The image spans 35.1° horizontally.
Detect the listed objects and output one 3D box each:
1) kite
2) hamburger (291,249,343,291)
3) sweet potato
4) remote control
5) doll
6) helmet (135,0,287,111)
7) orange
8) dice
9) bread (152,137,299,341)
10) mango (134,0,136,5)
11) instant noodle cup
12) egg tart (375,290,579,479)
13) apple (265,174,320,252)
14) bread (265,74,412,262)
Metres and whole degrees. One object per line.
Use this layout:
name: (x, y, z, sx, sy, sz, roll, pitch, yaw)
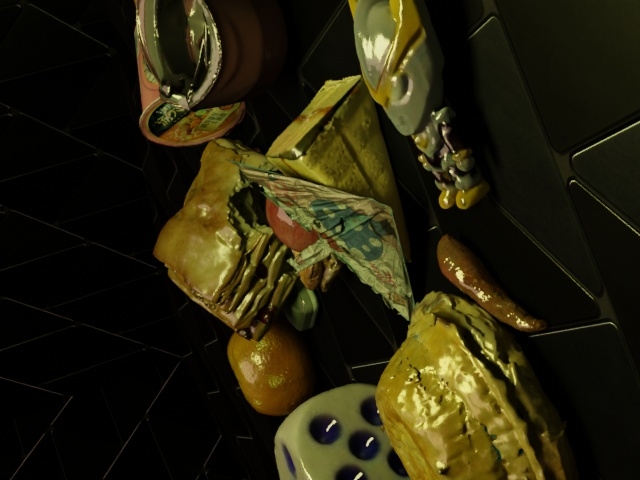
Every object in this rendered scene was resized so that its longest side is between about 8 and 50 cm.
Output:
kite: (0.023, -0.005, 1.551, 0.406, 0.014, 0.368, 42, 153, -9)
hamburger: (0.004, 0.004, 1.829, 0.102, 0.087, 0.176, -17, 85, 62)
sweet potato: (0.211, 0.062, 1.285, 0.214, 0.050, 0.050, 48, 152, 44)
remote control: (-0.096, 0.034, 2.196, 0.128, 0.065, 0.335, 106, 142, -58)
doll: (0.113, -0.188, 1.231, 0.316, 0.103, 0.145, 63, -172, -11)
helmet: (-0.182, -0.370, 1.788, 0.338, 0.197, 0.271, 36, 129, 56)
orange: (-0.107, 0.281, 2.295, 0.158, 0.179, 0.237, 136, 115, -75)
dice: (0.070, 0.420, 1.787, 0.259, 0.243, 0.251, 96, 151, -48)
bread: (-0.191, -0.010, 2.101, 0.314, 0.191, 0.370, 32, 106, 40)
mango: (-0.252, -0.453, 2.003, 0.317, 0.173, 0.211, 55, 147, 13)
instant noodle cup: (-0.298, -0.365, 2.188, 0.244, 0.244, 0.255, 106, 151, -63)
egg tart: (0.190, 0.256, 1.362, 0.388, 0.169, 0.388, 59, 165, 27)
apple: (-0.018, -0.048, 1.704, 0.153, 0.153, 0.120, 58, 142, 37)
bread: (0.068, -0.108, 1.567, 0.264, 0.163, 0.167, 43, 168, -20)
